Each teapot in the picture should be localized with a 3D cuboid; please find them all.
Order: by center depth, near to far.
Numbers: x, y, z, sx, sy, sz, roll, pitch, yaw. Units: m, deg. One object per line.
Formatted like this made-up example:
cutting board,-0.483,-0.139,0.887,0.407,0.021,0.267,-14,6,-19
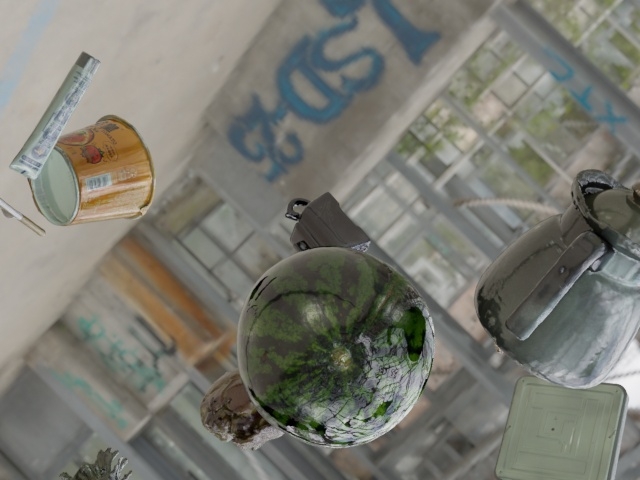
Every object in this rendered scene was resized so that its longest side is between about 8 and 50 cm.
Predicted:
teapot,0.336,0.029,1.509,0.305,0.223,0.285,8,126,-37
teapot,0.000,0.000,1.839,0.096,0.177,0.087,-24,153,-32

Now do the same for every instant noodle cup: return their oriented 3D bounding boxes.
instant noodle cup,-0.451,-0.125,2.198,0.172,0.215,0.216,-20,159,-44

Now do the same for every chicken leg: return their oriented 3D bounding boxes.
chicken leg,-0.079,0.286,2.163,0.361,0.140,0.211,-24,-143,21

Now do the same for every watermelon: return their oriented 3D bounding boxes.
watermelon,0.021,0.148,1.598,0.285,0.285,0.285,-45,176,-4

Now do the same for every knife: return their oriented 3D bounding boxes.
knife,-0.534,-0.052,1.932,0.022,0.046,0.256,-53,162,-8

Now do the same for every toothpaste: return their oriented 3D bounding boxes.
toothpaste,-0.453,-0.214,1.946,0.062,0.039,0.239,29,92,-49

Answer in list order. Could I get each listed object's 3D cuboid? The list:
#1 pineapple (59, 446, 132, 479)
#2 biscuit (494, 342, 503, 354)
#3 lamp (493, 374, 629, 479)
pineapple,-0.319,0.474,1.810,0.169,0.340,0.169,-13,150,-8
biscuit,0.418,0.134,2.013,0.237,0.026,0.131,-24,158,-1
lamp,0.543,0.439,2.552,0.047,0.269,0.266,47,54,-47
